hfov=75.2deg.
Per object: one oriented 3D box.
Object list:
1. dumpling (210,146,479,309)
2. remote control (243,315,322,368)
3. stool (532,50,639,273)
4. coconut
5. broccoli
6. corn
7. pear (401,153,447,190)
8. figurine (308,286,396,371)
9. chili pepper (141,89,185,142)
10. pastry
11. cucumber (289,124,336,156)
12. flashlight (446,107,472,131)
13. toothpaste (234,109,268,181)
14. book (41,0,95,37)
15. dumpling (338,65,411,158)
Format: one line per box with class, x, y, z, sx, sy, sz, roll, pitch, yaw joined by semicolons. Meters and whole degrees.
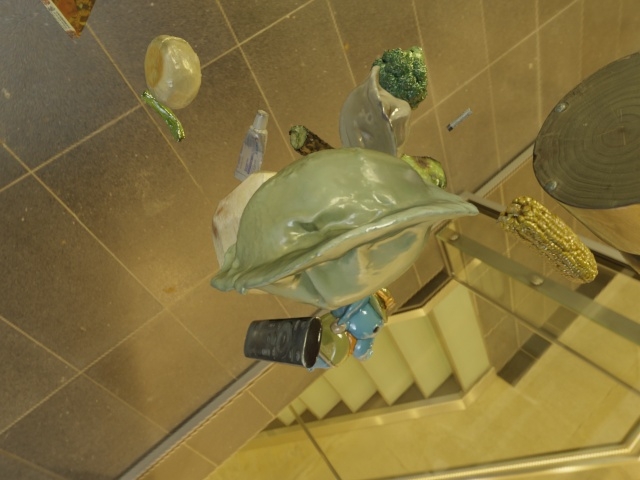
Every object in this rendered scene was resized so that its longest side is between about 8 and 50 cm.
dumpling;0.000;-0.016;0.562;0.269;0.212;0.321;6;137;-43
remote control;-0.104;0.240;0.999;0.044;0.377;0.107;14;73;-25
stool;0.389;-0.059;0.461;0.264;0.179;0.179;26;97;-29
coconut;-0.176;-0.044;1.342;0.415;0.415;0.344;-52;147;-1
broccoli;0.323;-0.658;1.664;0.270;0.269;0.270;-58;134;-18
corn;0.523;0.005;0.938;0.291;0.101;0.101;35;91;-17
pear;0.336;-0.211;1.656;0.238;0.164;0.255;-3;155;-38
figurine;0.071;0.204;1.006;0.179;0.154;0.262;26;106;-39
chili pepper;-0.537;-0.433;1.441;0.051;0.050;0.202;-36;104;10
pastry;-0.341;-0.381;0.946;0.091;0.156;0.157;-1;115;-47
cucumber;0.007;-0.272;1.300;0.072;0.081;0.303;-38;156;19
flashlight;0.418;-0.363;1.254;0.018;0.018;0.083;40;120;-19
toothpaste;-0.248;-0.337;1.527;0.068;0.099;0.283;3;123;-33
book;-0.651;-0.746;0.951;0.428;0.039;0.300;74;22;-68
dumpling;0.136;-0.238;0.915;0.175;0.227;0.243;-38;104;2
